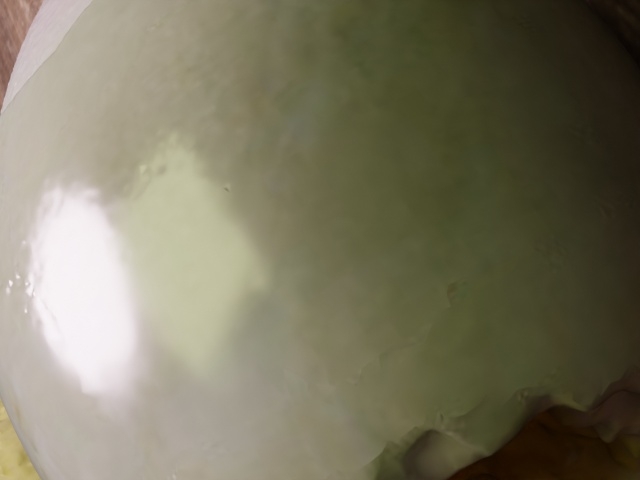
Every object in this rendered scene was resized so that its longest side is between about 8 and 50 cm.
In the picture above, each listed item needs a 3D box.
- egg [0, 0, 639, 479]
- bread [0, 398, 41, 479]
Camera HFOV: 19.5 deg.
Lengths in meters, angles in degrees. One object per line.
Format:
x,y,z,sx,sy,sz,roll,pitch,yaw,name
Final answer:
0.000,0.000,0.738,0.278,0.278,0.336,-55,53,35,egg
-0.106,0.219,0.900,0.320,0.237,0.320,-29,55,53,bread
